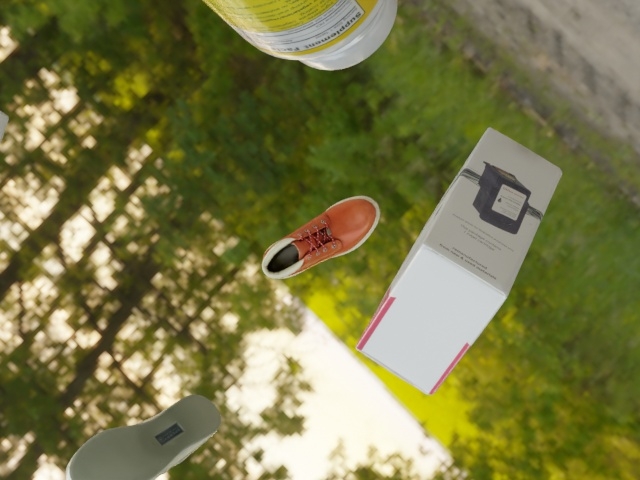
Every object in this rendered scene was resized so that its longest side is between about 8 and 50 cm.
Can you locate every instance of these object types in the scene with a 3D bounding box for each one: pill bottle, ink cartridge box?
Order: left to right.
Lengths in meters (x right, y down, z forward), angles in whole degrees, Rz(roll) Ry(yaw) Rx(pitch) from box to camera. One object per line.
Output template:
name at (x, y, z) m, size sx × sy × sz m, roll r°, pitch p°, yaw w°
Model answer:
pill bottle at (-0.040, -0.296, 1.189) m, size 0.188 × 0.188 × 0.334 m, roll 44°, pitch -175°, yaw 25°
ink cartridge box at (0.149, 0.017, 1.254) m, size 0.100 × 0.237 × 0.172 m, roll 32°, pitch 132°, yaw 3°

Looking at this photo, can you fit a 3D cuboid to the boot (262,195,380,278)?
boot at (0.000, 0.000, 1.404) m, size 0.059 × 0.158 × 0.084 m, roll 59°, pitch -173°, yaw 2°

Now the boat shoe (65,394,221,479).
boat shoe at (-0.213, 0.257, 1.410) m, size 0.079 × 0.081 × 0.227 m, roll 50°, pitch -141°, yaw 15°

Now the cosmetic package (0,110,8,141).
cosmetic package at (-0.507, -0.141, 1.175) m, size 0.196 × 0.155 × 0.365 m, roll 9°, pitch 166°, yaw 27°
